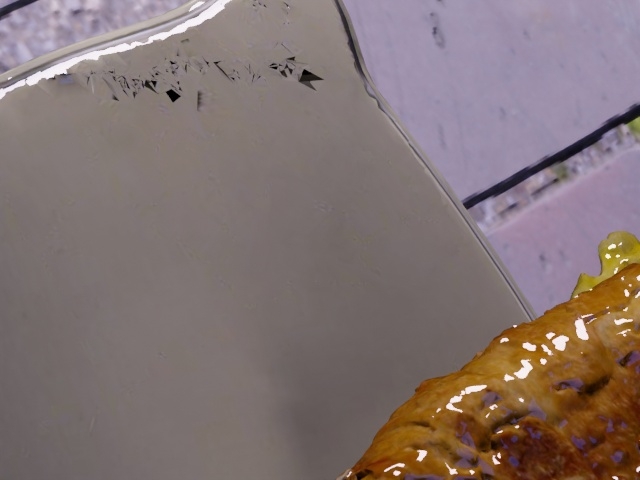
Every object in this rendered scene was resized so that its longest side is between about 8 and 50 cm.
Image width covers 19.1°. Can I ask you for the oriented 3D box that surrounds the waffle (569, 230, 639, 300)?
[{"bbox_3d":[0.231,0.122,1.010,0.262,0.060,0.280,26,59,-14],"label":"waffle"}]

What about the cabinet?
[{"bbox_3d":[-0.078,0.117,0.687,0.227,0.318,0.290,-30,87,-32],"label":"cabinet"}]

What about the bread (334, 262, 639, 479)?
[{"bbox_3d":[0.086,0.069,0.557,0.233,0.076,0.105,-30,75,-26],"label":"bread"}]
